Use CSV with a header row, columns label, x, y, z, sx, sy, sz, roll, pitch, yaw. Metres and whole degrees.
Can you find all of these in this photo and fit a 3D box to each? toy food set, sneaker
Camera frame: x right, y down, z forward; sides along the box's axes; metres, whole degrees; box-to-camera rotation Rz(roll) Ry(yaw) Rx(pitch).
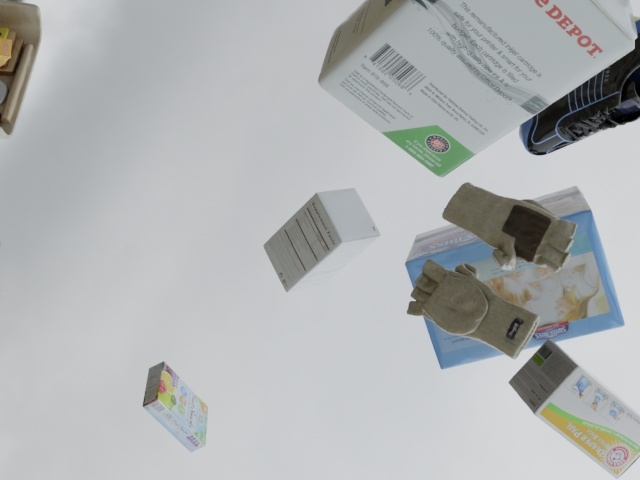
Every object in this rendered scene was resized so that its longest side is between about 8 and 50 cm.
label,x,y,z,sx,sy,sz,roll,pitch,yaw
toy food set,-0.613,-0.299,1.304,0.092,0.219,0.306,99,-7,-56
sneaker,0.341,-0.170,0.946,0.232,0.081,0.090,-44,-148,36

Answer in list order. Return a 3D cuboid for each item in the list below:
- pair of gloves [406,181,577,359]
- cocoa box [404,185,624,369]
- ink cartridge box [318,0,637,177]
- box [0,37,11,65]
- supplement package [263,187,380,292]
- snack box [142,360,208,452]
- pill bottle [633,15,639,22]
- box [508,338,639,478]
label,x,y,z,sx,sy,sz,roll,pitch,yaw
pair of gloves,0.255,0.039,1.158,0.204,0.042,0.240,20,-103,30
cocoa box,0.365,0.069,1.481,0.347,0.231,0.228,-17,-171,16
ink cartridge box,0.124,-0.167,0.634,0.208,0.153,0.087,-34,-149,42
box,-0.479,-0.252,1.000,0.081,0.136,0.028,-2,-96,55
supplement package,0.000,0.000,1.389,0.179,0.105,0.105,-42,-112,39
snack box,-0.258,0.299,1.394,0.037,0.141,0.100,-28,-150,14
pill bottle,0.698,-0.390,1.595,0.117,0.215,0.117,11,90,-88
box,0.427,0.272,1.257,0.103,0.203,0.114,-50,-163,7
